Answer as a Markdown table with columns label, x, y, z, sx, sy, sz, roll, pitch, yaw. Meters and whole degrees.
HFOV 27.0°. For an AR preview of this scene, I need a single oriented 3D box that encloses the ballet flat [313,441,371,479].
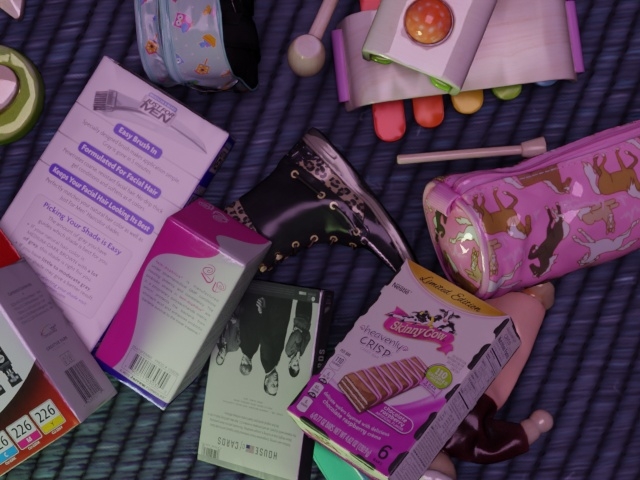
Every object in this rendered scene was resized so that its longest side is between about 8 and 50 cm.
| label | x | y | z | sx | sy | sz | roll | pitch | yaw |
| --- | --- | --- | --- | --- | --- | --- | --- | --- | --- |
| ballet flat | 0.130 | 0.359 | 1.655 | 0.147 | 0.147 | 0.409 | -31 | 92 | 0 |

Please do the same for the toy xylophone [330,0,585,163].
| label | x | y | z | sx | sy | sz | roll | pitch | yaw |
| --- | --- | --- | --- | --- | --- | --- | --- | --- | --- |
| toy xylophone | 0.173 | -0.210 | 1.669 | 0.323 | 0.081 | 0.236 | 1 | 89 | 1 |

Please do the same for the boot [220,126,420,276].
| label | x | y | z | sx | sy | sz | roll | pitch | yaw |
| --- | --- | --- | --- | --- | --- | --- | --- | --- | --- |
| boot | 0.000 | -0.001 | 1.671 | 0.179 | 0.085 | 0.236 | -38 | 85 | 3 |

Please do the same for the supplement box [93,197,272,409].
| label | x | y | z | sx | sy | sz | roll | pitch | yaw |
| --- | --- | --- | --- | --- | --- | --- | --- | --- | --- |
| supplement box | -0.167 | 0.075 | 1.619 | 0.111 | 0.114 | 0.220 | 33 | 112 | 6 |

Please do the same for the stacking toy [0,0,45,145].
| label | x | y | z | sx | sy | sz | roll | pitch | yaw |
| --- | --- | --- | --- | --- | --- | --- | --- | --- | --- |
| stacking toy | -0.498 | -0.244 | 1.657 | 0.280 | 0.130 | 0.308 | -3 | 89 | 1 |

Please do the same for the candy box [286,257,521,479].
| label | x | y | z | sx | sy | sz | roll | pitch | yaw |
| --- | --- | --- | --- | --- | --- | --- | --- | --- | --- |
| candy box | 0.097 | 0.154 | 1.529 | 0.159 | 0.071 | 0.233 | 29 | 72 | 33 |

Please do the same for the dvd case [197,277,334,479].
| label | x | y | z | sx | sy | sz | roll | pitch | yaw |
| --- | --- | --- | --- | --- | --- | --- | --- | --- | --- |
| dvd case | -0.070 | 0.169 | 1.640 | 0.179 | 0.030 | 0.238 | 7 | 90 | 43 |

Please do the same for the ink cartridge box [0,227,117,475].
| label | x | y | z | sx | sy | sz | roll | pitch | yaw |
| --- | --- | --- | --- | --- | --- | --- | --- | --- | --- |
| ink cartridge box | -0.451 | 0.163 | 1.573 | 0.309 | 0.130 | 0.272 | -34 | 92 | 14 |

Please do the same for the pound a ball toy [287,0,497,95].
| label | x | y | z | sx | sy | sz | roll | pitch | yaw |
| --- | --- | --- | --- | --- | --- | --- | --- | --- | --- |
| pound a ball toy | 0.110 | -0.314 | 1.562 | 0.208 | 0.136 | 0.319 | 23 | 90 | 2 |

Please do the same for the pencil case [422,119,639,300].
| label | x | y | z | sx | sy | sz | roll | pitch | yaw |
| --- | --- | --- | --- | --- | --- | --- | --- | --- | --- |
| pencil case | 0.314 | -0.052 | 1.587 | 0.386 | 0.160 | 0.167 | -20 | 86 | -13 |

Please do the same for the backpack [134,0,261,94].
| label | x | y | z | sx | sy | sz | roll | pitch | yaw |
| --- | --- | --- | --- | --- | --- | --- | --- | --- | --- |
| backpack | -0.149 | -0.262 | 1.622 | 0.144 | 0.188 | 0.165 | -4 | 90 | 1 |

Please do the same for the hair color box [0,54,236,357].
| label | x | y | z | sx | sy | sz | roll | pitch | yaw |
| --- | --- | --- | --- | --- | --- | --- | --- | --- | --- |
| hair color box | -0.273 | -0.036 | 1.663 | 0.185 | 0.110 | 0.338 | 33 | 92 | 2 |

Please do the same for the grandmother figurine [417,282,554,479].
| label | x | y | z | sx | sy | sz | roll | pitch | yaw |
| --- | --- | --- | --- | --- | --- | --- | --- | --- | --- |
| grandmother figurine | 0.175 | 0.189 | 1.596 | 0.208 | 0.104 | 0.342 | 22 | 64 | 17 |
